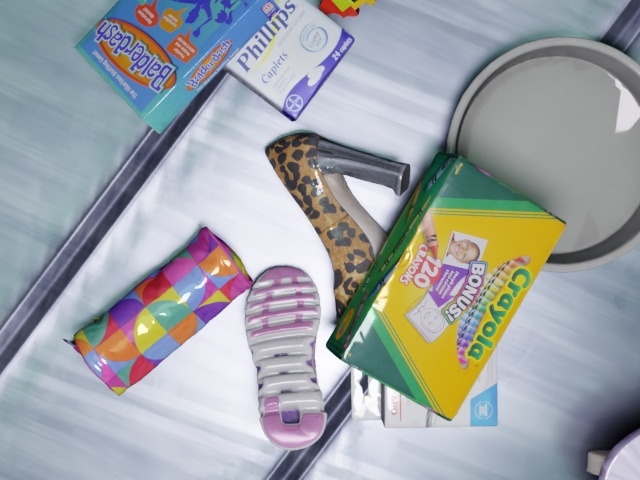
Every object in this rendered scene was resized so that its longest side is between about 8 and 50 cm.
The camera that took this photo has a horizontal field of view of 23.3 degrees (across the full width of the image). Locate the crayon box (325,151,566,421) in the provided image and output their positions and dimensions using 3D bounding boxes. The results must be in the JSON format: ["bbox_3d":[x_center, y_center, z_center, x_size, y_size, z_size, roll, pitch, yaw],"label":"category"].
[{"bbox_3d":[0.150,0.054,1.860,0.165,0.081,0.278,30,89,-17],"label":"crayon box"}]

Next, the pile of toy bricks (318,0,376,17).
[{"bbox_3d":[-0.020,-0.370,1.902,0.105,0.118,0.212,-33,113,27],"label":"pile of toy bricks"}]

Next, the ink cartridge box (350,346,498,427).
[{"bbox_3d":[0.130,0.182,1.950,0.180,0.060,0.104,-1,94,-3],"label":"ink cartridge box"}]

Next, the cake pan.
[{"bbox_3d":[0.301,-0.107,1.946,0.293,0.054,0.293,0,93,-3],"label":"cake pan"}]

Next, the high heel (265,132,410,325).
[{"bbox_3d":[0.000,0.000,1.940,0.186,0.093,0.261,17,106,18],"label":"high heel"}]

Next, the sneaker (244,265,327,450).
[{"bbox_3d":[-0.043,0.152,1.928,0.095,0.104,0.236,-3,71,-2],"label":"sneaker"}]

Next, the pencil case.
[{"bbox_3d":[-0.198,0.086,1.910,0.236,0.104,0.104,-37,95,-1],"label":"pencil case"}]

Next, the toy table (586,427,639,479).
[{"bbox_3d":[0.469,0.289,1.926,0.274,0.161,0.252,14,92,-4],"label":"toy table"}]

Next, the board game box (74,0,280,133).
[{"bbox_3d":[-0.175,-0.256,1.871,0.210,0.047,0.160,-47,59,3],"label":"board game box"}]

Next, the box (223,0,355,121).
[{"bbox_3d":[-0.049,-0.237,1.911,0.137,0.072,0.126,37,90,-4],"label":"box"}]
